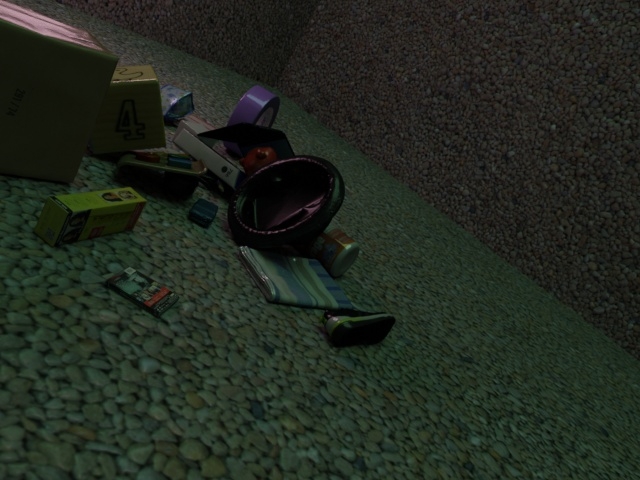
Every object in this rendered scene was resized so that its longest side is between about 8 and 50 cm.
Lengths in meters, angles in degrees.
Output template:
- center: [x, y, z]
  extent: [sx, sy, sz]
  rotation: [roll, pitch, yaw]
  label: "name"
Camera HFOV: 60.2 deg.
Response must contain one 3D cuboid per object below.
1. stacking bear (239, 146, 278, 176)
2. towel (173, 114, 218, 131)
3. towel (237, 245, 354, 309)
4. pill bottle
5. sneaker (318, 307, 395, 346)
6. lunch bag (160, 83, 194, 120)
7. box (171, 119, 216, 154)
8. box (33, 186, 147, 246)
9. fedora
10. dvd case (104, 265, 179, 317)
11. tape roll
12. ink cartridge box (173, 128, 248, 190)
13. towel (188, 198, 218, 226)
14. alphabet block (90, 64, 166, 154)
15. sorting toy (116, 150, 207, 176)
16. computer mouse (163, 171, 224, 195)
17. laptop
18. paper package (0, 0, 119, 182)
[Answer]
- center: [-0.124, -0.190, 1.750]
  extent: [0.175, 0.164, 0.289]
  rotation: [-9, -36, 43]
  label: "stacking bear"
- center: [-0.478, -0.436, 2.168]
  extent: [0.144, 0.029, 0.197]
  rotation: [30, 22, -1]
  label: "towel"
- center: [-0.062, 0.099, 1.425]
  extent: [0.285, 0.034, 0.209]
  rotation: [13, 26, -41]
  label: "towel"
- center: [0.000, 0.000, 1.630]
  extent: [0.216, 0.121, 0.121]
  rotation: [38, 20, 22]
  label: "pill bottle"
- center: [0.091, 0.191, 1.339]
  extent: [0.234, 0.084, 0.097]
  rotation: [8, 28, -49]
  label: "sneaker"
- center: [-0.571, -0.508, 2.071]
  extent: [0.128, 0.096, 0.151]
  rotation: [23, 44, 24]
  label: "lunch bag"
- center: [-0.437, -0.352, 1.918]
  extent: [0.102, 0.087, 0.101]
  rotation: [39, 21, 24]
  label: "box"
- center: [-0.464, -0.053, 1.133]
  extent: [0.058, 0.087, 0.232]
  rotation: [36, 19, 11]
  label: "box"
- center: [-0.081, -0.079, 1.528]
  extent: [0.334, 0.334, 0.152]
  rotation: [45, -10, 37]
  label: "fedora"
- center: [-0.338, 0.096, 1.053]
  extent: [0.119, 0.013, 0.087]
  rotation: [32, 19, 1]
  label: "dvd case"
- center: [-0.267, -0.461, 2.152]
  extent: [0.090, 0.275, 0.275]
  rotation: [31, 19, 3]
  label: "tape roll"
- center: [-0.309, -0.229, 1.774]
  extent: [0.332, 0.065, 0.165]
  rotation: [39, 2, 20]
  label: "ink cartridge box"
- center: [-0.316, -0.076, 1.492]
  extent: [0.067, 0.029, 0.119]
  rotation: [27, 20, -10]
  label: "towel"
- center: [-0.545, -0.365, 1.524]
  extent: [0.197, 0.194, 0.192]
  rotation: [-10, 33, -19]
  label: "alphabet block"
- center: [-0.443, -0.232, 1.551]
  extent: [0.229, 0.041, 0.307]
  rotation: [4, 15, -17]
  label: "sorting toy"
- center: [-0.366, -0.156, 1.585]
  extent: [0.184, 0.060, 0.262]
  rotation: [18, 10, -20]
  label: "computer mouse"
- center: [-0.228, -0.284, 1.810]
  extent: [0.234, 0.137, 0.264]
  rotation: [-3, -2, 40]
  label: "laptop"
- center: [-0.637, -0.313, 1.159]
  extent: [0.309, 0.325, 0.168]
  rotation: [6, 30, -49]
  label: "paper package"
